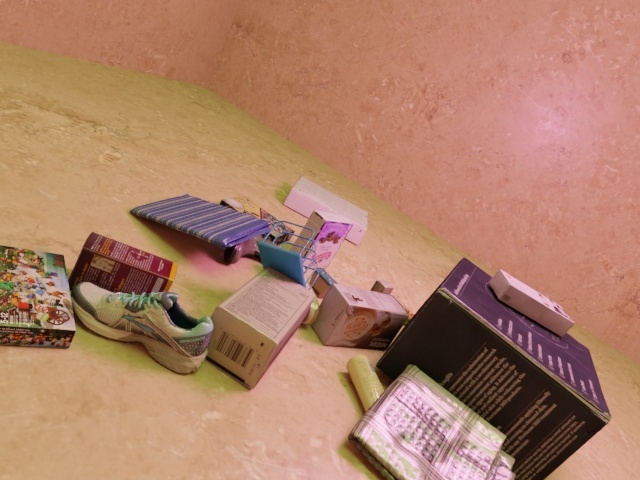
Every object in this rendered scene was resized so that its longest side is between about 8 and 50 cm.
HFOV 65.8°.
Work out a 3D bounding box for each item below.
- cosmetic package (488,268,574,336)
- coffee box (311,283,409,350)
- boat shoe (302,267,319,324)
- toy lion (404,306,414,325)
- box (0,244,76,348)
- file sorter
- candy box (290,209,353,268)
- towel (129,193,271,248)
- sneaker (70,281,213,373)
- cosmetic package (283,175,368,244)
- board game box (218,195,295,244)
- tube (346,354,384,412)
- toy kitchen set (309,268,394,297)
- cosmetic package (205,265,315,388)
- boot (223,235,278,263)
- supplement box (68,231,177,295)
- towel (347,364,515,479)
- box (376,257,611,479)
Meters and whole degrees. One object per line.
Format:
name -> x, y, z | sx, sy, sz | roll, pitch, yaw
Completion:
cosmetic package -> 0.610, 0.179, 1.433 | 0.239, 0.060, 0.099 | 30, 19, -12
coffee box -> 0.112, 0.220, 1.392 | 0.246, 0.141, 0.098 | 16, 23, -39
boat shoe -> -0.095, 0.121, 1.398 | 0.092, 0.103, 0.285 | 22, 26, -38
toy lion -> 0.326, 0.282, 1.727 | 0.096, 0.034, 0.100 | 37, 18, -4
box -> -0.539, 0.094, 0.884 | 0.159, 0.044, 0.233 | 14, 24, -40
file sorter -> -0.074, 0.050, 1.283 | 0.118, 0.170, 0.104 | 17, 49, 21
candy box -> 0.000, 0.000, 1.693 | 0.070, 0.196, 0.165 | 43, 23, 31
towel -> -0.338, -0.058, 1.431 | 0.336, 0.040, 0.243 | 18, 22, 23
sneaker -> -0.335, 0.137, 0.958 | 0.283, 0.122, 0.110 | 28, 19, -7
cosmetic package -> 0.035, -0.146, 2.280 | 0.377, 0.097, 0.284 | 29, 17, -3
board game box -> -0.228, -0.072, 1.779 | 0.243, 0.042, 0.165 | 35, 19, 13
tube -> 0.126, 0.376, 1.153 | 0.070, 0.062, 0.240 | -20, 41, -7
toy kitchen set -> 0.097, 0.145, 1.583 | 0.207, 0.122, 0.166 | 8, 29, -49
cosmetic package -> -0.135, 0.184, 1.128 | 0.153, 0.129, 0.296 | 31, 19, 8
boot -> -0.198, 0.027, 1.521 | 0.161, 0.083, 0.246 | 32, 19, -12
supplement box -> -0.411, 0.073, 1.037 | 0.188, 0.104, 0.081 | 24, 19, -19
towel -> 0.256, 0.441, 1.057 | 0.324, 0.056, 0.312 | 40, 33, 18
box -> 0.479, 0.329, 1.392 | 0.471, 0.297, 0.480 | 41, 21, 14
